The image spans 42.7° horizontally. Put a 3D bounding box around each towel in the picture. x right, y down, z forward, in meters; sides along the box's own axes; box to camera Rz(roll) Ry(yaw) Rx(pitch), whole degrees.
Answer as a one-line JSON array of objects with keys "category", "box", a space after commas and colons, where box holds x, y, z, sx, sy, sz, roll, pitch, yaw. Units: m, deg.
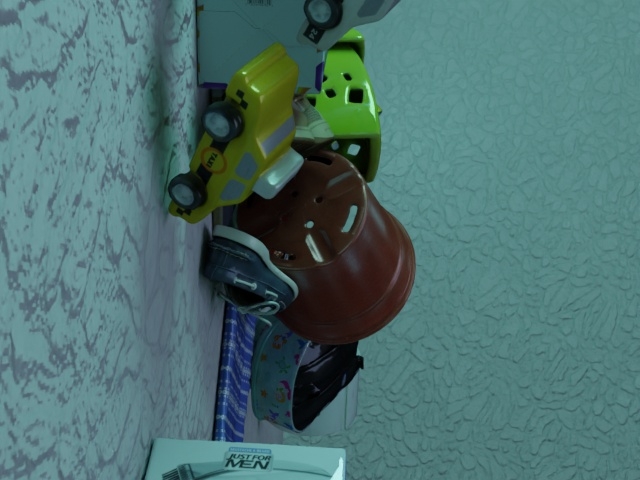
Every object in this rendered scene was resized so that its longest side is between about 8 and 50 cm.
[{"category": "towel", "box": [-0.131, 0.207, 1.336, 0.243, 0.040, 0.336, 88, 5, -70]}]

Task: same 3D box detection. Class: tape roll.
[{"category": "tape roll", "box": [-0.024, 0.353, 2.061, 0.246, 0.246, 0.169, -85, 177, -69]}]

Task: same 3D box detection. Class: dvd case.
[{"category": "dvd case", "box": [-0.128, -0.132, 1.121, 0.164, 0.018, 0.221, -84, 177, -66]}]

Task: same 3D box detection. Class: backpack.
[{"category": "backpack", "box": [-0.043, 0.234, 1.577, 0.253, 0.191, 0.225, -44, 143, -55]}]

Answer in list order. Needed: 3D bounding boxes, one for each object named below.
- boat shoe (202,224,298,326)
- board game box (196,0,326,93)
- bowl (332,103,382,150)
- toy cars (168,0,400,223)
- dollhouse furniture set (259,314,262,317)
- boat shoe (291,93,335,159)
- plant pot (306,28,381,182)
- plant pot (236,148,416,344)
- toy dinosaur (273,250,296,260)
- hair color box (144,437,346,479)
[{"category": "boat shoe", "box": [-0.095, 0.059, 1.112, 0.254, 0.095, 0.079, 67, 45, -69]}, {"category": "board game box", "box": [-0.059, -0.285, 1.017, 0.275, 0.144, 0.142, -83, 176, -66]}, {"category": "bowl", "box": [-0.024, -0.252, 1.786, 0.156, 0.289, 0.289, 52, 2, -1]}, {"category": "toy cars", "box": [-0.003, -0.164, 0.757, 0.393, 0.087, 0.176, -53, 179, 1]}, {"category": "dollhouse furniture set", "box": [-0.080, 0.276, 1.874, 0.129, 0.129, 0.183, 90, 2, -72]}, {"category": "boat shoe", "box": [-0.074, -0.146, 1.039, 0.110, 0.122, 0.341, 62, 13, -2]}, {"category": "plant pot", "box": [-0.022, -0.219, 1.342, 0.228, 0.227, 0.207, 88, -1, -74]}, {"category": "plant pot", "box": [0.000, 0.000, 1.311, 0.265, 0.272, 0.272, 58, 33, -63]}, {"category": "toy dinosaur", "box": [-0.068, 0.006, 1.699, 0.322, 0.164, 0.218, -47, 128, -55]}, {"category": "hair color box", "box": [-0.076, 0.330, 0.670, 0.338, 0.185, 0.110, -85, 178, -51]}]
